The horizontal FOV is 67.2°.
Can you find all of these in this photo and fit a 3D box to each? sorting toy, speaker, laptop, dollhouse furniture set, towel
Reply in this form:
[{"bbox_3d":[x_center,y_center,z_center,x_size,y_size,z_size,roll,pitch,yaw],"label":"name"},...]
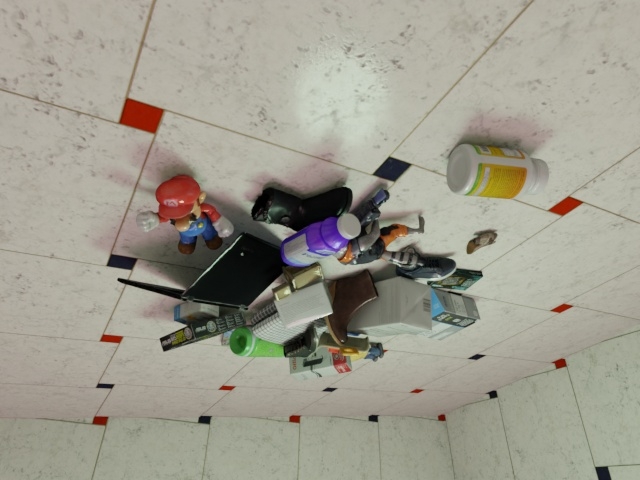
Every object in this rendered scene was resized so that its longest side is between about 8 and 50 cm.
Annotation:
[{"bbox_3d":[0.090,0.408,1.873,0.196,0.047,0.348,4,-177,4],"label":"sorting toy"},{"bbox_3d":[-0.244,0.436,2.063,0.131,0.131,0.297,-28,153,29],"label":"speaker"},{"bbox_3d":[-0.353,0.091,1.589,0.408,0.236,0.382,11,172,24],"label":"laptop"},{"bbox_3d":[-0.103,0.081,1.613,0.182,0.101,0.160,-26,126,-16],"label":"dollhouse furniture set"},{"bbox_3d":[-0.113,0.325,1.992,0.235,0.121,0.284,-35,142,26],"label":"towel"}]

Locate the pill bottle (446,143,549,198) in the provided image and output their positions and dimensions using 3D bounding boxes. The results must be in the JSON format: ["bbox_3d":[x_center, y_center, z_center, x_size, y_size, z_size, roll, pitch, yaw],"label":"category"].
[{"bbox_3d":[0.482,-0.183,1.307,0.246,0.136,0.136,3,146,-15],"label":"pill bottle"}]

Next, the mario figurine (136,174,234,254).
[{"bbox_3d":[-0.368,-0.040,1.327,0.198,0.170,0.320,-45,160,-17],"label":"mario figurine"}]

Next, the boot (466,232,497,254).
[{"bbox_3d":[0.577,0.011,1.713,0.087,0.042,0.118,-10,155,-9],"label":"boot"}]

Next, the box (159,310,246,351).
[{"bbox_3d":[-0.464,0.360,1.919,0.216,0.060,0.270,-27,168,35],"label":"box"}]

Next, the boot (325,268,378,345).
[{"bbox_3d":[0.119,0.247,1.796,0.207,0.248,0.090,-25,149,21],"label":"boot"}]

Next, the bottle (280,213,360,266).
[{"bbox_3d":[0.000,0.000,1.373,0.118,0.092,0.283,8,158,-36],"label":"bottle"}]

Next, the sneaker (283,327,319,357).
[{"bbox_3d":[-0.081,0.432,1.975,0.118,0.083,0.222,-3,145,-19],"label":"sneaker"}]

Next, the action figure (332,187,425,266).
[{"bbox_3d":[0.176,-0.005,1.496,0.330,0.178,0.341,-3,151,-25],"label":"action figure"}]

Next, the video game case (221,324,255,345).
[{"bbox_3d":[-0.339,0.437,2.206,0.213,0.023,0.193,3,145,-15],"label":"video game case"}]

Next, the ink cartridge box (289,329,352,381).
[{"bbox_3d":[-0.007,0.525,2.244,0.273,0.197,0.114,-15,145,11],"label":"ink cartridge box"}]

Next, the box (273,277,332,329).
[{"bbox_3d":[-0.059,0.209,1.723,0.182,0.119,0.181,-20,-171,3],"label":"box"}]

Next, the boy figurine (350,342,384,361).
[{"bbox_3d":[0.172,0.561,2.431,0.285,0.092,0.177,11,143,-24],"label":"boy figurine"}]

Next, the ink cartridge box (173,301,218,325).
[{"bbox_3d":[-0.476,0.278,1.901,0.181,0.061,0.104,-24,145,23],"label":"ink cartridge box"}]

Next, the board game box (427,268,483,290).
[{"bbox_3d":[0.540,0.157,1.939,0.186,0.026,0.126,8,145,-22],"label":"board game box"}]

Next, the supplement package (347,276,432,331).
[{"bbox_3d":[0.260,0.264,1.854,0.175,0.177,0.293,18,156,-34],"label":"supplement package"}]

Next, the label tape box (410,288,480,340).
[{"bbox_3d":[0.483,0.324,2.107,0.348,0.115,0.249,15,141,-33],"label":"label tape box"}]

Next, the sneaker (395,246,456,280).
[{"bbox_3d":[0.381,0.082,1.740,0.226,0.086,0.163,-10,150,7],"label":"sneaker"}]

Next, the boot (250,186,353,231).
[{"bbox_3d":[-0.058,-0.099,1.372,0.207,0.094,0.246,17,146,-38],"label":"boot"}]
